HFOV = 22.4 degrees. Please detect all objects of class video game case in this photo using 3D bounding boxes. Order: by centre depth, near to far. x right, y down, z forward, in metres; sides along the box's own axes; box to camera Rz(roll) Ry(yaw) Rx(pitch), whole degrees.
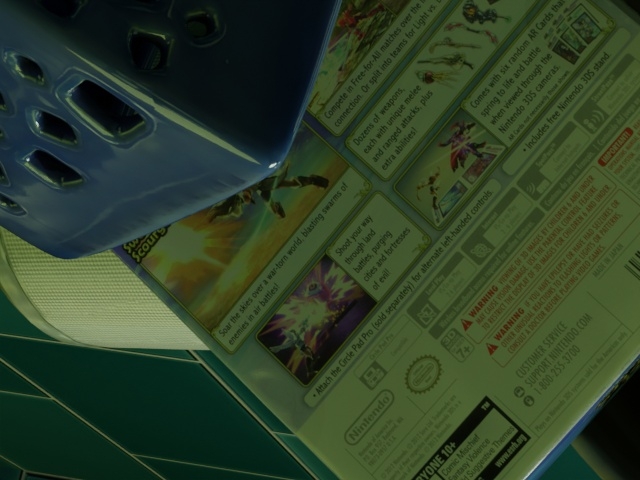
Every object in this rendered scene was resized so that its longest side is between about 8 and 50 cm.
[{"bbox_3d":[0.064,-0.015,0.813,0.244,0.269,0.061,44,-167,15],"label":"video game case"}]

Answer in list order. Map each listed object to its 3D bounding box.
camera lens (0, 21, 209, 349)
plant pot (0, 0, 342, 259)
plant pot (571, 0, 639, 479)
[{"bbox_3d":[-0.068,-0.039,1.029,0.274,0.219,0.219,-1,157,34],"label":"camera lens"},{"bbox_3d":[-0.123,-0.150,0.740,0.212,0.236,0.236,28,157,-25],"label":"plant pot"},{"bbox_3d":[0.303,0.013,0.893,0.323,0.323,0.280,1,175,29],"label":"plant pot"}]
